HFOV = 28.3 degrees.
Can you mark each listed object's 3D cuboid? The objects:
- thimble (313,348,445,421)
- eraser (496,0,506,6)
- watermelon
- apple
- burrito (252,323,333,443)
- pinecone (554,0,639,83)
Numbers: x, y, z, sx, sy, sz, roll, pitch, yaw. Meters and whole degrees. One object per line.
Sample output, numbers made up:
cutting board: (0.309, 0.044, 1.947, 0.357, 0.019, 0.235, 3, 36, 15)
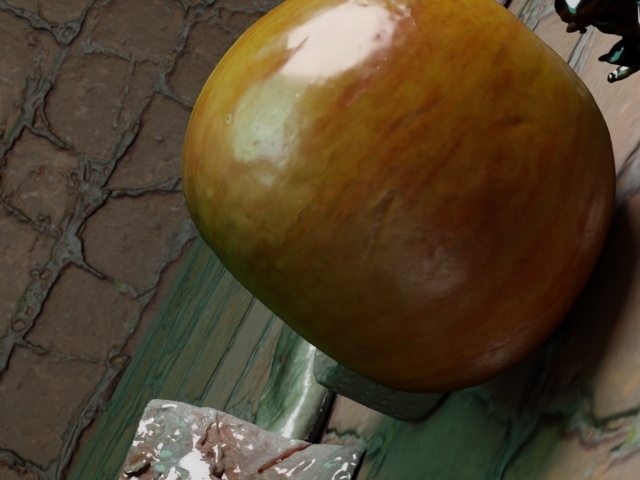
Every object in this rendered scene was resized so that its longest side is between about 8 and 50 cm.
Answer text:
thimble: (0.055, 0.082, 0.987, 0.102, 0.090, 0.115, -62, 12, 13)
eraser: (0.148, -0.318, 1.489, 0.359, 0.122, 0.272, -61, 11, 2)
watermelon: (-0.080, 0.263, 1.076, 0.310, 0.193, 0.231, -51, -26, -78)
apple: (0.052, -0.042, 0.825, 0.233, 0.286, 0.286, -50, 12, 3)
burrito: (-0.008, 0.105, 1.265, 0.096, 0.066, 0.309, -43, 23, 49)
pinecone: (0.215, -0.207, 0.663, 0.224, 0.224, 0.272, -82, 9, -62)
